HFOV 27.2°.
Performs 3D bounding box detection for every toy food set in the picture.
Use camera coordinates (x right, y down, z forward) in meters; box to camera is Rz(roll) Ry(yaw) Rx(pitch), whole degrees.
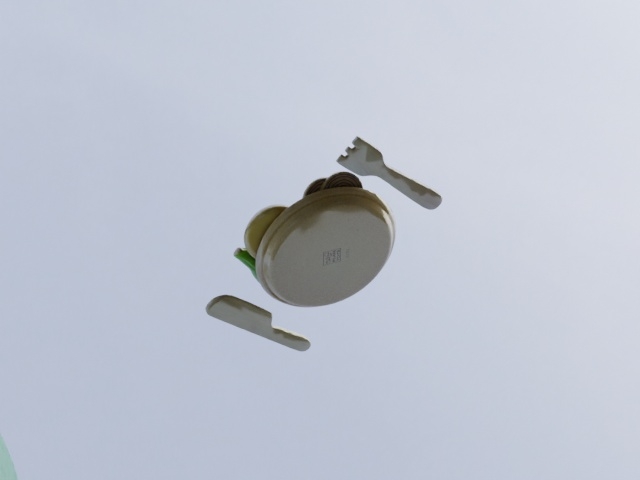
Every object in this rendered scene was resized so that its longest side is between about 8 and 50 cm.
[{"bbox_3d":[0.000,0.000,1.085,0.132,0.192,0.038,29,-159,-40],"label":"toy food set"}]

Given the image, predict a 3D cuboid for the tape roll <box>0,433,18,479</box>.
[{"bbox_3d":[-0.205,0.247,0.689,0.077,0.321,0.321,-7,-118,-2],"label":"tape roll"}]
